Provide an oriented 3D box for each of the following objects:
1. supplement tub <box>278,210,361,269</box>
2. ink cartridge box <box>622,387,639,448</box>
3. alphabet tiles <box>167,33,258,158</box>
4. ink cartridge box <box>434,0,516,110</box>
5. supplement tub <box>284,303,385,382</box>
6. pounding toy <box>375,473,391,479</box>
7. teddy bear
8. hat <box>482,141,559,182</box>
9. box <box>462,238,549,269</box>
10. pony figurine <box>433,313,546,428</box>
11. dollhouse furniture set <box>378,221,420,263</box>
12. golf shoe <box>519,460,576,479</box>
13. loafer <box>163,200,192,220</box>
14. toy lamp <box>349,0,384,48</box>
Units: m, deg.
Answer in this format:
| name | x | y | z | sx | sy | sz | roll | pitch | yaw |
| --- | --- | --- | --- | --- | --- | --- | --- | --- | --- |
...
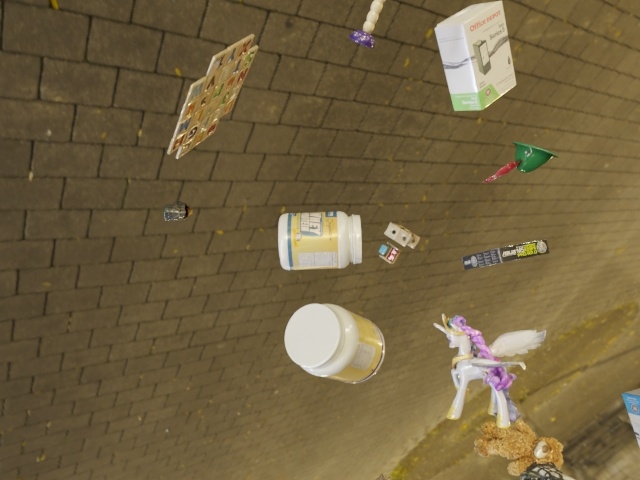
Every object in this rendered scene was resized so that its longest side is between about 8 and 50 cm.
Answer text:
| name | x | y | z | sx | sy | sz | roll | pitch | yaw |
| --- | --- | --- | --- | --- | --- | --- | --- | --- | --- |
| supplement tub | 0.000 | 0.000 | 1.327 | 0.200 | 0.144 | 0.144 | -2 | 143 | 1 |
| ink cartridge box | 0.716 | 0.401 | 1.073 | 0.082 | 0.190 | 0.139 | -15 | 173 | -8 |
| alphabet tiles | -0.272 | -0.359 | 1.349 | 0.342 | 0.011 | 0.285 | -51 | -178 | 45 |
| ink cartridge box | 0.486 | -0.570 | 1.646 | 0.198 | 0.115 | 0.272 | -37 | 121 | -26 |
| supplement tub | 0.053 | 0.350 | 1.801 | 0.241 | 0.241 | 0.331 | -43 | 145 | 11 |
| pounding toy | 0.236 | 0.916 | 1.900 | 0.141 | 0.130 | 0.100 | -47 | -174 | -1 |
| teddy bear | 0.794 | 0.827 | 2.139 | 0.245 | 0.338 | 0.113 | -25 | 115 | -30 |
| hat | 0.768 | -0.263 | 2.001 | 0.173 | 0.208 | 0.183 | 17 | 102 | -13 |
| box | 0.721 | 0.059 | 2.083 | 0.217 | 0.060 | 0.270 | -9 | 173 | -15 |
| pony figurine | 0.556 | 0.427 | 1.772 | 0.351 | 0.363 | 0.303 | -4 | -173 | 41 |
| dollhouse furniture set | 0.367 | 0.029 | 2.551 | 0.129 | 0.129 | 0.183 | 10 | 112 | -59 |
| golf shoe | 0.687 | 0.690 | 1.553 | 0.094 | 0.077 | 0.198 | -37 | -166 | -34 |
| loafer | -0.411 | -0.083 | 1.573 | 0.061 | 0.170 | 0.062 | 3 | 101 | 1 |
| toy lamp | 0.157 | -0.618 | 1.302 | 0.080 | 0.080 | 0.274 | 1 | 123 | -44 |
